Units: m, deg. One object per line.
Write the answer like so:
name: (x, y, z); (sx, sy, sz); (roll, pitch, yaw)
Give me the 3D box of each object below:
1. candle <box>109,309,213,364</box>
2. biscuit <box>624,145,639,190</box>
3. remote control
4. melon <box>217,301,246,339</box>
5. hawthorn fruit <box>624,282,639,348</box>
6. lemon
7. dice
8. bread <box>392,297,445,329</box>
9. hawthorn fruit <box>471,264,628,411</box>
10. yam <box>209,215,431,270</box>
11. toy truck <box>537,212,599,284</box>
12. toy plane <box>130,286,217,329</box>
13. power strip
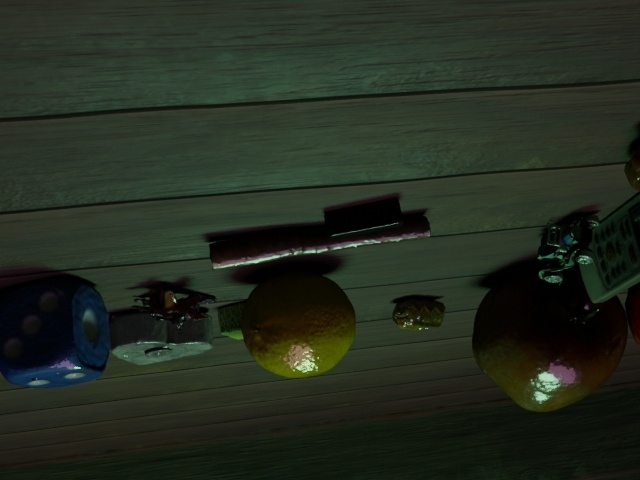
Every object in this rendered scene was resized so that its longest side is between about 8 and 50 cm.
candle: (-0.294, 0.172, 2.145); (0.192, 0.068, 0.168); (4, 161, -29)
biscuit: (0.541, -0.130, 1.614); (0.273, 0.049, 0.257); (-17, 167, 16)
remote control: (0.492, 0.014, 1.962); (0.038, 0.123, 0.285); (-6, 166, -16)
melon: (-0.083, 0.143, 2.184); (0.209, 0.064, 0.118); (-4, 168, -11)
hawthorn fruit: (0.678, 0.106, 2.176); (0.265, 0.265, 0.307); (-13, 142, 11)
lemon: (-0.033, 0.137, 1.985); (0.203, 0.178, 0.178); (3, 160, -41)
dice: (-0.410, 0.145, 1.843); (0.146, 0.146, 0.143); (-12, 162, 11)
bread: (0.186, 0.144, 2.340); (0.110, 0.060, 0.066); (5, 144, -43)
hawthorn fruit: (0.440, 0.167, 2.237); (0.268, 0.268, 0.301); (-1, 158, -28)
yam: (0.000, 0.000, 1.769); (0.327, 0.045, 0.045); (-8, 133, -9)
toy truck: (0.391, 0.010, 1.981); (0.078, 0.080, 0.154); (17, 158, -11)
toy plane: (-0.227, 0.114, 1.993); (0.135, 0.062, 0.188); (14, 179, 28)
power strip: (0.061, -0.029, 1.710); (0.111, 0.038, 0.029); (-10, 165, 7)
